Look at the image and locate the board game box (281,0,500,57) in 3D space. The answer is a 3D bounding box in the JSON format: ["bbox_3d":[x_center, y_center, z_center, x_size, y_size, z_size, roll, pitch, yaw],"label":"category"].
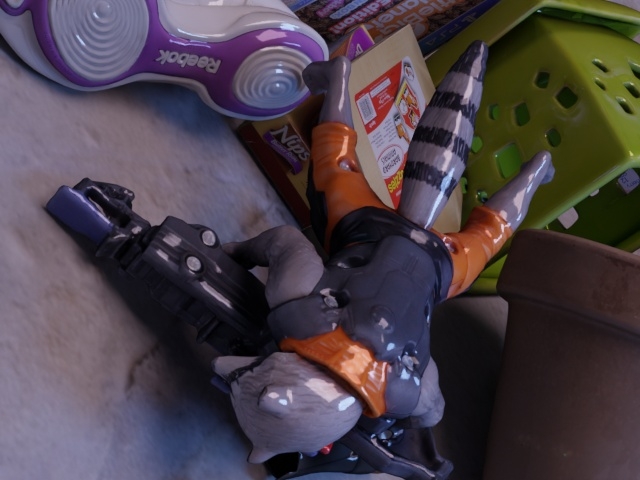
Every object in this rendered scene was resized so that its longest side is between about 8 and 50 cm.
[{"bbox_3d":[0.007,-0.313,1.613,0.291,0.141,0.232,19,51,-46],"label":"board game box"}]

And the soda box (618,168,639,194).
[{"bbox_3d":[0.403,-0.121,2.051,0.092,0.083,0.263,52,35,-13],"label":"soda box"}]

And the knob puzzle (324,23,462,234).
[{"bbox_3d":[0.064,-0.063,1.515,0.213,0.030,0.213,33,50,-51],"label":"knob puzzle"}]

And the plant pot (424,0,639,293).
[{"bbox_3d":[0.207,-0.095,1.657,0.228,0.227,0.207,0,60,-52],"label":"plant pot"}]

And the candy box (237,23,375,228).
[{"bbox_3d":[0.014,-0.094,1.544,0.109,0.053,0.186,56,35,-11],"label":"candy box"}]

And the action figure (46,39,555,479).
[{"bbox_3d":[0.000,0.000,1.277,0.341,0.178,0.330,32,52,-13],"label":"action figure"}]

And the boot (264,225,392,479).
[{"bbox_3d":[-0.007,0.081,1.376,0.137,0.077,0.198,-3,67,-48],"label":"boot"}]

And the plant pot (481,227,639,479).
[{"bbox_3d":[0.237,0.142,1.485,0.263,0.263,0.229,27,82,-40],"label":"plant pot"}]

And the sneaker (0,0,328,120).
[{"bbox_3d":[-0.141,-0.178,1.381,0.305,0.114,0.152,18,26,-41],"label":"sneaker"}]
